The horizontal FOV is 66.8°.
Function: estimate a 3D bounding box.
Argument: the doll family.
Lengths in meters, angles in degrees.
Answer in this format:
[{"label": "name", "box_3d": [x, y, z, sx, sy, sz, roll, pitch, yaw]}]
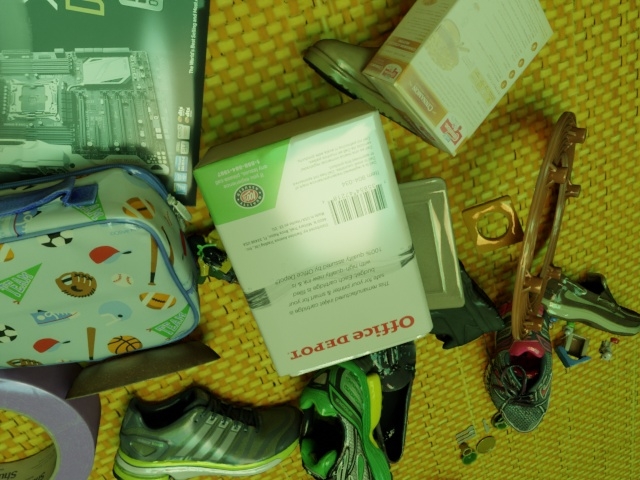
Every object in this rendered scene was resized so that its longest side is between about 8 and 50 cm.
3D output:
[{"label": "doll family", "box_3d": [-0.122, -0.014, 0.653, 0.111, 0.076, 0.193, 22, 100, -21]}]

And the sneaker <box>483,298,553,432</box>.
[{"label": "sneaker", "box_3d": [0.358, 0.250, 0.882, 0.120, 0.112, 0.299, -5, 123, 19]}]

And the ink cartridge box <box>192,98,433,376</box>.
[{"label": "ink cartridge box", "box_3d": [0.000, 0.000, 0.575, 0.198, 0.115, 0.273, -17, 113, 3]}]

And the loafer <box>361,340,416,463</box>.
[{"label": "loafer", "box_3d": [0.123, 0.248, 0.835, 0.108, 0.095, 0.303, -8, 116, -15]}]

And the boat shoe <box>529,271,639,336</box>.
[{"label": "boat shoe", "box_3d": [0.512, 0.110, 0.903, 0.257, 0.095, 0.095, 13, 103, -23]}]

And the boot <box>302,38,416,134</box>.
[{"label": "boot", "box_3d": [0.129, -0.286, 0.603, 0.236, 0.089, 0.270, 18, 108, -38]}]

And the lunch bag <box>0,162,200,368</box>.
[{"label": "lunch bag", "box_3d": [-0.289, 0.032, 0.543, 0.303, 0.115, 0.243, -13, 137, -3]}]

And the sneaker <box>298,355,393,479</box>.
[{"label": "sneaker", "box_3d": [0.022, 0.356, 0.790, 0.146, 0.134, 0.344, -23, 110, -47]}]

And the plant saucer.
[{"label": "plant saucer", "box_3d": [-0.236, 0.167, 0.652, 0.198, 0.198, 0.036, -11, 81, -13]}]

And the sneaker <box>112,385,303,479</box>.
[{"label": "sneaker", "box_3d": [-0.165, 0.293, 0.760, 0.299, 0.111, 0.122, -2, 107, -22]}]

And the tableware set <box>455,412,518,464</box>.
[{"label": "tableware set", "box_3d": [0.364, 0.420, 1.034, 0.154, 0.024, 0.104, -25, 119, -6]}]

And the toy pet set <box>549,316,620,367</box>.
[{"label": "toy pet set", "box_3d": [0.483, 0.205, 0.929, 0.065, 0.122, 0.114, -66, 160, -13]}]

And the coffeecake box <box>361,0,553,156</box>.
[{"label": "coffeecake box", "box_3d": [0.161, -0.217, 0.562, 0.142, 0.068, 0.186, 34, 97, -41]}]

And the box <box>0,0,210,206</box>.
[{"label": "box", "box_3d": [-0.248, -0.197, 0.521, 0.242, 0.076, 0.308, 3, 113, -20]}]

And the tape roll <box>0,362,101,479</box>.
[{"label": "tape roll", "box_3d": [-0.452, 0.270, 0.662, 0.274, 0.090, 0.275, -7, 116, -15]}]

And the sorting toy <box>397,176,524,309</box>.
[{"label": "sorting toy", "box_3d": [0.100, 0.012, 0.684, 0.347, 0.047, 0.196, -8, 110, 20]}]

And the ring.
[{"label": "ring", "box_3d": [0.338, -0.014, 0.705, 0.336, 0.032, 0.337, -29, 125, -52]}]

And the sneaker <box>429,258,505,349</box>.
[{"label": "sneaker", "box_3d": [0.183, 0.083, 0.781, 0.130, 0.109, 0.286, -36, 116, 12]}]
